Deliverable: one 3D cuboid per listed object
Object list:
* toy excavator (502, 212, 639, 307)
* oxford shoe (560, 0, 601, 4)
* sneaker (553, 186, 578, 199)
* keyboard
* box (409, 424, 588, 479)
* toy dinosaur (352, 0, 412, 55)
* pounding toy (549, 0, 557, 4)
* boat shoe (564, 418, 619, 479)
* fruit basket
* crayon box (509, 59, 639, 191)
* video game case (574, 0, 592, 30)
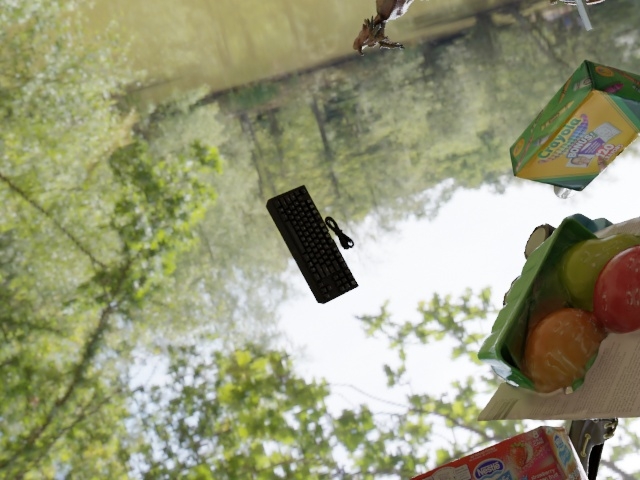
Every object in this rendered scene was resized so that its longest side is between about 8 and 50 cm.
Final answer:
[{"bbox_3d":[0.672,0.020,1.890,0.433,0.222,0.445,-65,-168,-15],"label":"toy excavator"},{"bbox_3d":[0.537,-0.606,1.899,0.271,0.097,0.098,28,-160,37],"label":"oxford shoe"},{"bbox_3d":[0.700,-0.218,2.335,0.296,0.147,0.104,-30,155,-39],"label":"sneaker"},{"bbox_3d":[0.000,0.000,1.266,0.108,0.180,0.023,-24,173,-34],"label":"keyboard"},{"bbox_3d":[0.292,0.405,1.343,0.257,0.128,0.123,-31,153,26],"label":"box"},{"bbox_3d":[0.164,-0.539,1.868,0.127,0.200,0.295,26,166,6],"label":"toy dinosaur"},{"bbox_3d":[0.340,-0.475,1.345,0.141,0.100,0.130,25,-104,39],"label":"pounding toy"},{"bbox_3d":[0.555,0.378,1.693,0.097,0.324,0.117,28,-142,29],"label":"boat shoe"},{"bbox_3d":[0.366,0.092,1.024,0.327,0.165,0.353,-57,-164,-24],"label":"fruit basket"},{"bbox_3d":[0.520,-0.219,1.638,0.165,0.081,0.278,11,145,-17],"label":"crayon box"},{"bbox_3d":[0.430,-0.424,1.382,0.011,0.122,0.087,-15,149,26],"label":"video game case"}]
